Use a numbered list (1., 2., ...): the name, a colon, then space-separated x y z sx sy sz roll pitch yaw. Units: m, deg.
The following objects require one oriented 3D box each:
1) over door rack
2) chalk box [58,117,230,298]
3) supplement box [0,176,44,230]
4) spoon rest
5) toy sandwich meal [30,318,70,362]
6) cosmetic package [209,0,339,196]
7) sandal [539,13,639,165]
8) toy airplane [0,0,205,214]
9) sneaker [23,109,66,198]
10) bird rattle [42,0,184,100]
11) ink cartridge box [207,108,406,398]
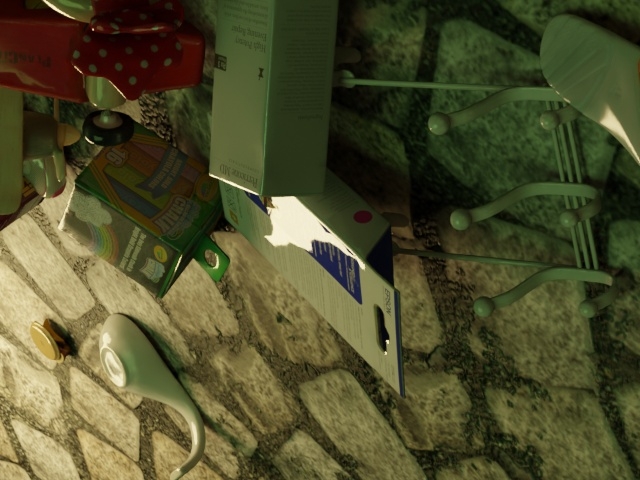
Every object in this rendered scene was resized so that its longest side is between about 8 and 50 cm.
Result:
1. over door rack: 0.133 -0.053 1.485 0.324 0.108 0.240 16 134 41
2. chalk box: -0.203 -0.029 1.870 0.213 0.132 0.132 34 145 0
3. supplement box: -0.498 -0.062 2.147 0.104 0.188 0.081 50 146 0
4. spoon rest: -0.261 0.236 2.290 0.276 0.084 0.137 60 147 8
5. toy sandwich meal: -0.459 0.169 2.485 0.085 0.029 0.086 34 144 30
6. cosmetic package: -0.050 -0.168 1.511 0.117 0.085 0.231 23 112 54
7. sandal: 0.295 -0.125 1.263 0.265 0.076 0.102 49 139 41
8. toy airplane: -0.374 -0.254 1.732 0.386 0.272 0.384 -33 112 25
9. sneaker: -0.468 -0.150 2.093 0.252 0.111 0.103 47 147 3
10. bird rattle: -0.209 -0.276 1.520 0.207 0.254 0.143 22 158 10
11. ink cartridge box: 0.000 0.000 1.645 0.371 0.069 0.176 46 154 39
